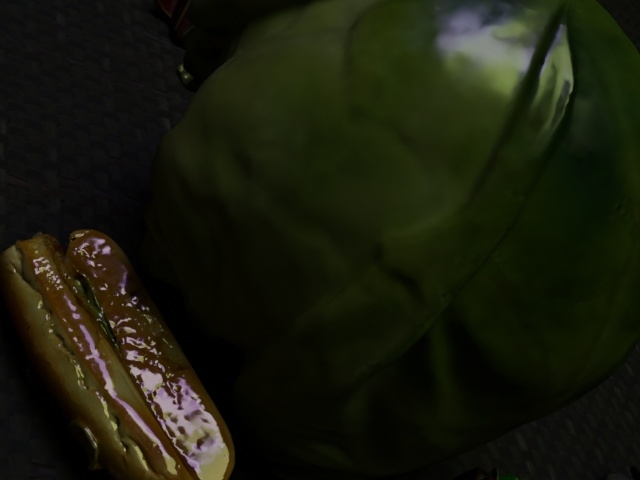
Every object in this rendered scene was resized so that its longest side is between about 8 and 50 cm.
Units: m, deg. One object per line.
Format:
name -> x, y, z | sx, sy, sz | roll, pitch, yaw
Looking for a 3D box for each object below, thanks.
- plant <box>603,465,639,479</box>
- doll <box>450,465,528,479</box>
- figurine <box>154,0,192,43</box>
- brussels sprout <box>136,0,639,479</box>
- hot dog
plant -> 0.421, 0.306, 0.972 | 0.274, 0.146, 0.149 | 45, 37, 3
doll -> 0.170, 0.265, 0.801 | 0.186, 0.106, 0.134 | 20, 46, -30
figurine -> -0.119, -0.266, 1.123 | 0.154, 0.082, 0.098 | 21, 26, -28
brussels sprout -> 0.078, -0.037, 0.734 | 0.342, 0.361, 0.425 | -33, 98, -44
hot dog -> -0.150, 0.094, 0.699 | 0.109, 0.072, 0.269 | -8, 57, -47
